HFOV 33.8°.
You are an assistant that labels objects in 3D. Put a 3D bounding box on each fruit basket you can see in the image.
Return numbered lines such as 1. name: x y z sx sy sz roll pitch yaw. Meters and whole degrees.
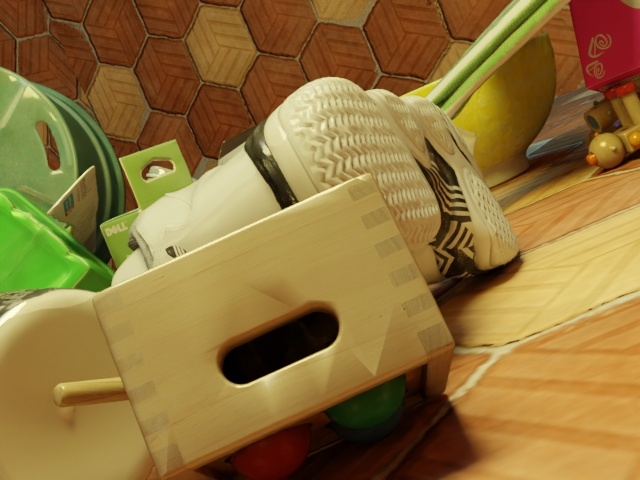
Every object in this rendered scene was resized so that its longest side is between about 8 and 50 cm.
1. fruit basket: -0.330 0.087 1.005 0.327 0.165 0.353 -51 7 -17

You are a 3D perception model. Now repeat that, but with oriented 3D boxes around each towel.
1. towel: 0.236 -0.261 1.121 0.248 0.038 0.325 -46 2 37

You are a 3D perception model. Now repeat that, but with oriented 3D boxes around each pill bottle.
1. pill bottle: -0.214 0.097 0.626 0.246 0.130 0.130 -6 16 43

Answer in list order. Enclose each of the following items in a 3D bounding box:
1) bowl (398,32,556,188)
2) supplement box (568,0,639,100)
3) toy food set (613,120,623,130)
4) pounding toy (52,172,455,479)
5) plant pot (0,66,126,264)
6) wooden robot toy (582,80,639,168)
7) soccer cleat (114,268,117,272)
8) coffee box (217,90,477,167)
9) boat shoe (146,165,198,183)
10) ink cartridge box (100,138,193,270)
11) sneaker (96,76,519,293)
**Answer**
1. bowl: 0.196 -0.146 1.396 0.289 0.156 0.289 -24 5 2
2. supplement box: 0.378 -0.216 1.123 0.220 0.111 0.114 3 -16 -44
3. toy food set: 0.410 -0.158 1.331 0.078 0.019 0.122 -26 13 -17
4. pounding toy: -0.035 0.076 0.512 0.181 0.094 0.206 -24 -17 -3
5. plant pot: -0.416 -0.065 1.290 0.341 0.341 0.334 -25 1 -9
6. wooden robot toy: 0.292 -0.108 1.060 0.079 0.076 0.173 -36 6 -9
7. soccer cleat: -0.275 0.112 1.314 0.318 0.108 0.116 -18 29 -38
8. coffee box: 0.009 -0.059 1.139 0.168 0.118 0.297 17 -14 -25
9. boat shoe: -0.085 -0.035 1.358 0.320 0.103 0.118 2 6 -36
10. ink cartridge box: -0.166 0.007 1.130 0.062 0.209 0.109 -18 7 31
11. sneaker: 0.000 0.000 0.734 0.210 0.137 0.366 -31 -12 20
